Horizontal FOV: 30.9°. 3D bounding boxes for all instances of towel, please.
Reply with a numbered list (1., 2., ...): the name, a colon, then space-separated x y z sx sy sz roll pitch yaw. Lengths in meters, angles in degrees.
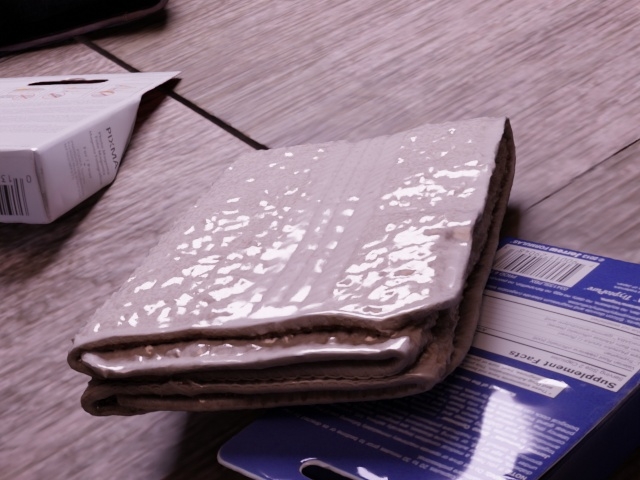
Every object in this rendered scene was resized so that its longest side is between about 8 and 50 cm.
1. towel: 0.000 0.000 0.618 0.187 0.049 0.282 -6 23 17

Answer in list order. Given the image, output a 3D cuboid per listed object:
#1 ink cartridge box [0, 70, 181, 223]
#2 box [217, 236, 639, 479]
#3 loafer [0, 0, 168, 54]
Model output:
1. ink cartridge box: -0.228 -0.074 0.857 0.189 0.066 0.232 1 16 19
2. box: 0.076 0.070 0.527 0.136 0.036 0.225 14 34 43
3. loafer: -0.274 -0.213 1.004 0.302 0.109 0.095 -14 39 -8
